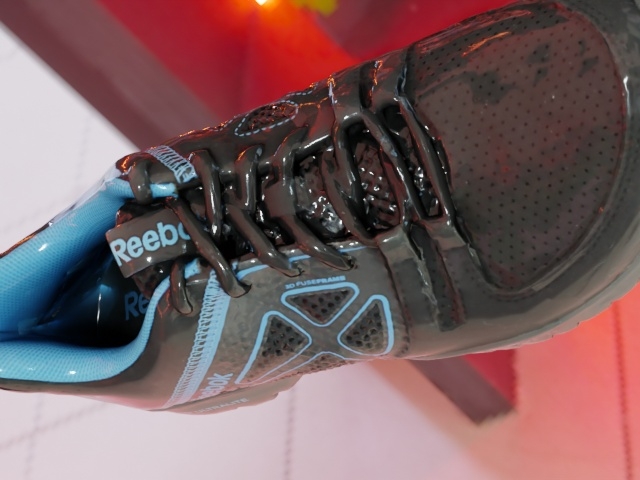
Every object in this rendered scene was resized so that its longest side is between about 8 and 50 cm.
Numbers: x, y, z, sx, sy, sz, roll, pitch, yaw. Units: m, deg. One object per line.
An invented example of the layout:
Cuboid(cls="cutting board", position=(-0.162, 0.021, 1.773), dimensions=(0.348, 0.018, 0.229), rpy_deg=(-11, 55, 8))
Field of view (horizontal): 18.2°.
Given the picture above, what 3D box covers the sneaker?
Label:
Cuboid(cls="sneaker", position=(0.000, 0.000, 0.787), dimensions=(0.341, 0.140, 0.125), rpy_deg=(-28, 73, 36))
